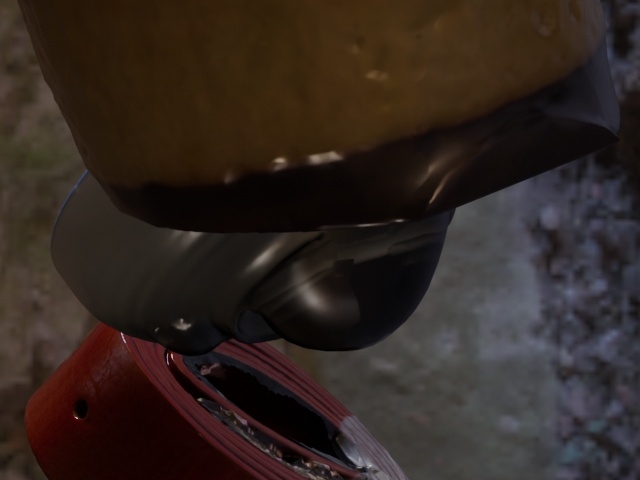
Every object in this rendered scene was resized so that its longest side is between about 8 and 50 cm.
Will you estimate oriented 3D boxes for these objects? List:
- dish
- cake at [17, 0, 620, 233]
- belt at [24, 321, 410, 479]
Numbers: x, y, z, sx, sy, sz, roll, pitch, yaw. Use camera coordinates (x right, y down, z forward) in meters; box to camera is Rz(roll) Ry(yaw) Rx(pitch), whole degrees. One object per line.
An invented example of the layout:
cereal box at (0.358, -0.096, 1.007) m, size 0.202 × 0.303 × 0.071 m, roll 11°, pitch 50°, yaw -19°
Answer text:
dish at (0.000, 0.000, 0.978) m, size 0.134 × 0.273 × 0.273 m, roll 59°, pitch 154°, yaw 18°
cake at (-0.003, -0.115, 0.580) m, size 0.185 × 0.208 × 0.178 m, roll -41°, pitch -51°, yaw -55°
belt at (-0.055, 0.162, 1.264) m, size 0.115 × 0.324 × 0.227 m, roll -45°, pitch 39°, yaw 15°
